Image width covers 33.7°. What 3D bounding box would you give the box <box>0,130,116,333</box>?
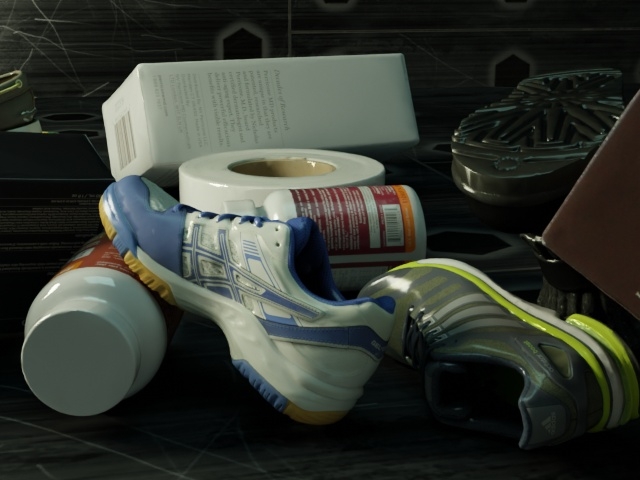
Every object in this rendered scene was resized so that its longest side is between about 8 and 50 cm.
[{"bbox_3d":[-0.350,-0.006,1.009,0.261,0.184,0.103,-1,32,-33],"label":"box"}]

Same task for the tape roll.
[{"bbox_3d":[-0.051,-0.055,1.456,0.286,0.100,0.286,0,14,0],"label":"tape roll"}]

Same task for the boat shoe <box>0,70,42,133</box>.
[{"bbox_3d":[-0.510,-0.150,1.348,0.305,0.091,0.109,-17,18,-33],"label":"boat shoe"}]

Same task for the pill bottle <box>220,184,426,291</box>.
[{"bbox_3d":[0.000,0.000,1.205,0.221,0.121,0.121,-2,15,-11],"label":"pill bottle"}]

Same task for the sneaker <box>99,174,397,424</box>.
[{"bbox_3d":[-0.059,0.018,0.901,0.296,0.131,0.112,39,14,19],"label":"sneaker"}]

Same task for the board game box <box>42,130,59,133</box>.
[{"bbox_3d":[-0.480,-0.104,1.566,0.260,0.136,0.030,9,16,33],"label":"board game box"}]

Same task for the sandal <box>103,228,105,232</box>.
[{"bbox_3d":[-0.317,-0.033,1.432,0.219,0.060,0.090,-11,17,-17],"label":"sandal"}]

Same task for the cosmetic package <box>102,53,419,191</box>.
[{"bbox_3d":[-0.098,-0.189,1.711,0.454,0.161,0.230,-7,-6,-27],"label":"cosmetic package"}]

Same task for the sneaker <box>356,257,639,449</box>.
[{"bbox_3d":[0.118,0.092,0.897,0.121,0.111,0.300,-16,19,-35],"label":"sneaker"}]

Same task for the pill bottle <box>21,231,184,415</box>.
[{"bbox_3d":[-0.189,0.070,0.935,0.121,0.121,0.216,0,14,1],"label":"pill bottle"}]

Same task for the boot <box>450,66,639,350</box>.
[{"bbox_3d":[0.222,-0.001,0.949,0.131,0.260,0.348,1,19,26],"label":"boot"}]

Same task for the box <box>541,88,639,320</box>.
[{"bbox_3d":[0.358,0.047,0.687,0.381,0.143,0.191,39,32,22],"label":"box"}]
